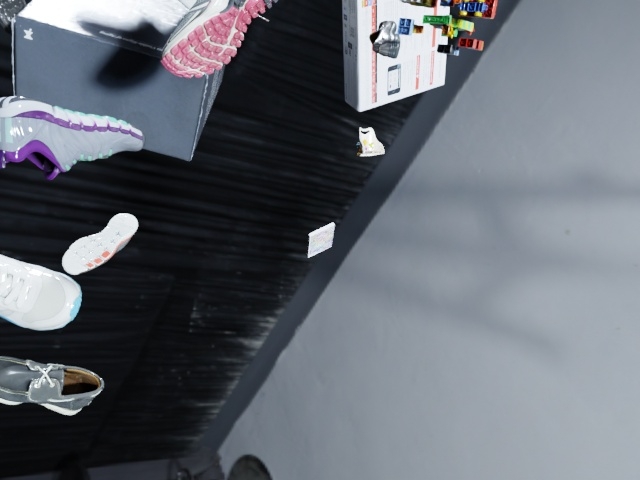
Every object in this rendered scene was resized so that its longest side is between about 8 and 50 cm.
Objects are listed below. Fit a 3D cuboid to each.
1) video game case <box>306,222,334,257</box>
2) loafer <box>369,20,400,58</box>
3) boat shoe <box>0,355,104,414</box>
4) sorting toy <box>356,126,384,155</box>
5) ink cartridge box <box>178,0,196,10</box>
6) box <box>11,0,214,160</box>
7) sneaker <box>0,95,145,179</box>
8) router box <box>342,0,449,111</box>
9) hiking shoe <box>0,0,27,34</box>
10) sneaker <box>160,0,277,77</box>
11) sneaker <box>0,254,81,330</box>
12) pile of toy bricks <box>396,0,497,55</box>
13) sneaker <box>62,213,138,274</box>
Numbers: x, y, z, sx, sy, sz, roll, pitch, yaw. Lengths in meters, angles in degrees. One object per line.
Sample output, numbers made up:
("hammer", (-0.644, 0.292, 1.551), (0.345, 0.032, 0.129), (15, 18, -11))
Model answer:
("video game case", (0.000, 0.000, 1.988), (0.011, 0.087, 0.122), (54, 159, 25))
("loafer", (0.144, -0.475, 1.530), (0.170, 0.061, 0.062), (-95, 13, -58))
("boat shoe", (-0.471, 0.232, 1.106), (0.079, 0.233, 0.084), (-29, 56, 18))
("sorting toy", (0.125, -0.266, 1.758), (0.045, 0.083, 0.075), (-6, 90, 45))
("ink cartridge box", (-0.308, -0.752, 1.609), (0.279, 0.385, 0.160), (-33, 67, 14))
("box", (-0.521, -0.519, 1.832), (0.471, 0.480, 0.297), (-84, 11, -51))
("sneaker", (-0.342, -0.127, 0.904), (0.083, 0.224, 0.098), (1, 87, 38))
("router box", (0.211, -0.558, 1.827), (0.082, 0.301, 0.335), (48, 151, 44))
("hiking shoe", (-0.855, -0.644, 1.752), (0.114, 0.086, 0.226), (-19, 95, 52))
("sneaker", (-0.190, -0.433, 1.243), (0.299, 0.121, 0.112), (-44, 62, 6))
("sneaker", (-0.430, 0.060, 0.875), (0.229, 0.092, 0.087), (15, 80, 11))
("pile of toy bricks", (0.252, -0.416, 1.261), (0.212, 0.105, 0.118), (23, 110, 41))
("sneaker", (-0.390, 0.017, 1.178), (0.061, 0.158, 0.065), (42, 144, 9))
